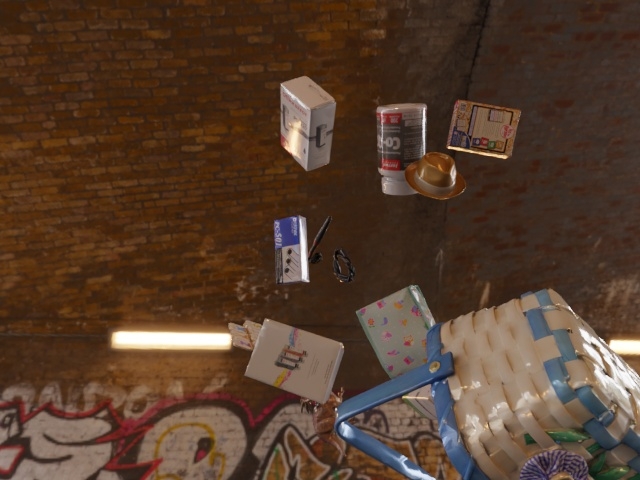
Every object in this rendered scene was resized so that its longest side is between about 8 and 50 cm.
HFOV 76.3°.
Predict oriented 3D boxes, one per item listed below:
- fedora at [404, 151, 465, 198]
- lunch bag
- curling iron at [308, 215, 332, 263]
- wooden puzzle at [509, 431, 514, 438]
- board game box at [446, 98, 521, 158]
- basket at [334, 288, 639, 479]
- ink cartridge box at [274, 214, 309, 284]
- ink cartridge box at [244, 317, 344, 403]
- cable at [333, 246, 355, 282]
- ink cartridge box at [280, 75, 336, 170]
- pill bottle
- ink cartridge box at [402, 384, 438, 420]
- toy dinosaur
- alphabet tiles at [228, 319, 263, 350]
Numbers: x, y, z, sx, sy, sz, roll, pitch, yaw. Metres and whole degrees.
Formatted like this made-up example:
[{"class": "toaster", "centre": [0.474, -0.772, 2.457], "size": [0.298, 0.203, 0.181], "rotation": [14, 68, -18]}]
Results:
[{"class": "fedora", "centre": [0.346, -0.205, 1.213], "size": [0.194, 0.194, 0.079], "rotation": [-3, -45, -4]}, {"class": "lunch bag", "centre": [0.280, 0.310, 1.372], "size": [0.223, 0.262, 0.160], "rotation": [-29, -14, 16]}, {"class": "curling iron", "centre": [0.000, 0.000, 1.723], "size": [0.068, 0.035, 0.274], "rotation": [1, -47, -20]}, {"class": "wooden puzzle", "centre": [0.597, 0.673, 1.141], "size": [0.044, 0.221, 0.239], "rotation": [-27, -48, 11]}, {"class": "board game box", "centre": [0.507, -0.346, 1.274], "size": [0.193, 0.147, 0.045], "rotation": [12, 4, 2]}, {"class": "basket", "centre": [0.190, 0.206, 0.450], "size": [0.254, 0.201, 0.289], "rotation": [36, -55, -15]}, {"class": "ink cartridge box", "centre": [-0.092, 0.033, 1.282], "size": [0.097, 0.207, 0.046], "rotation": [-10, -15, 29]}, {"class": "ink cartridge box", "centre": [-0.052, 0.261, 0.885], "size": [0.176, 0.128, 0.128], "rotation": [17, -17, 11]}, {"class": "cable", "centre": [0.105, 0.130, 1.939], "size": [0.047, 0.185, 0.151], "rotation": [-8, -42, -30]}, {"class": "ink cartridge box", "centre": [-0.041, -0.340, 1.198], "size": [0.092, 0.158, 0.218], "rotation": [-26, -33, -26]}, {"class": "pill bottle", "centre": [0.270, -0.303, 1.359], "size": [0.161, 0.161, 0.284], "rotation": [-5, -69, -1]}, {"class": "ink cartridge box", "centre": [0.331, 0.397, 1.105], "size": [0.160, 0.092, 0.219], "rotation": [-45, -9, -18]}, {"class": "toy dinosaur", "centre": [0.013, 0.642, 1.508], "size": [0.200, 0.296, 0.127], "rotation": [-1, -28, -13]}, {"class": "alphabet tiles", "centre": [-0.183, 0.358, 1.417], "size": [0.277, 0.284, 0.021], "rotation": [25, -86, -23]}]
